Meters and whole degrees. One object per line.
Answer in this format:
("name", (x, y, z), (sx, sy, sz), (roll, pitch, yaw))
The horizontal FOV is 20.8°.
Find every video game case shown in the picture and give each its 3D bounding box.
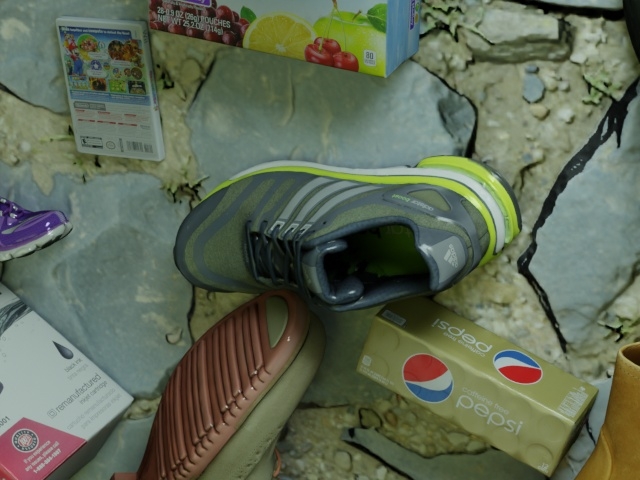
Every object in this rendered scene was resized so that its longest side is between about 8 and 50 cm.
("video game case", (-0.177, -0.128, 1.472), (0.087, 0.011, 0.122), (8, 118, 28))

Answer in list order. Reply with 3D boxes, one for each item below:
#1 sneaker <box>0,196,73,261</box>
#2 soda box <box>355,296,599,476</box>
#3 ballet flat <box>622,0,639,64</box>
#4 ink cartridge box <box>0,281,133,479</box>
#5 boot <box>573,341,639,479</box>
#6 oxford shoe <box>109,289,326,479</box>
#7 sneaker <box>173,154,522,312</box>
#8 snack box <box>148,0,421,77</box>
("sneaker", (-0.301, -0.022, 1.566), (0.170, 0.068, 0.071), (4, 110, 29))
("soda box", (0.124, 0.112, 1.392), (0.181, 0.058, 0.061), (28, 125, 15))
("ballet flat", (0.245, -0.137, 1.209), (0.049, 0.057, 0.173), (-20, 108, -6))
("ink cartridge box", (-0.321, 0.135, 1.589), (0.237, 0.172, 0.100), (40, 127, 7))
("boot", (0.223, 0.167, 1.290), (0.295, 0.104, 0.211), (1, 120, 21))
("oxford shoe", (-0.082, 0.203, 1.540), (0.147, 0.140, 0.397), (22, 125, -19))
("sneaker", (0.000, 0.000, 1.365), (0.300, 0.121, 0.111), (-8, 110, 33))
("snack box", (-0.028, -0.229, 1.296), (0.207, 0.070, 0.174), (15, 121, 22))
